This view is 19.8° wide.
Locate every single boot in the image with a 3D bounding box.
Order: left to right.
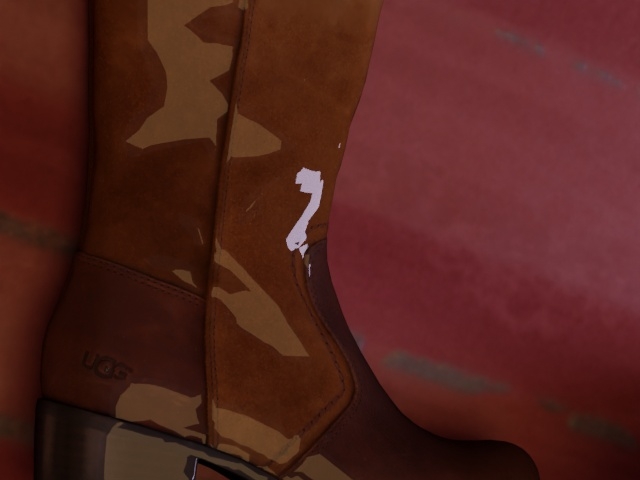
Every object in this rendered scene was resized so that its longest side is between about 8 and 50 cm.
[{"bbox_3d":[0.000,0.000,0.888,0.264,0.096,0.280,8,85,-12],"label":"boot"}]
